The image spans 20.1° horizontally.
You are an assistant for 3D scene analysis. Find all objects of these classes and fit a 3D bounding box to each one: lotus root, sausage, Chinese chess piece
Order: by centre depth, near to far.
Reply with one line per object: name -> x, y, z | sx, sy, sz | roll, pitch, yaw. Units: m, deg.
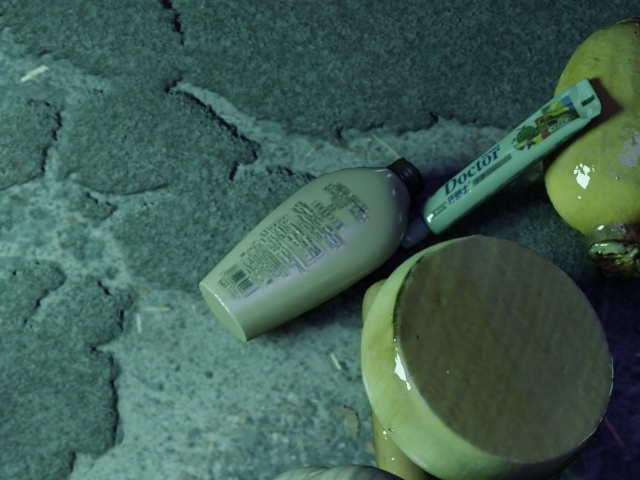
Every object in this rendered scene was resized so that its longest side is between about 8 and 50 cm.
Chinese chess piece -> 0.159, 0.119, 1.741 | 0.251, 0.097, 0.250 | 11, 60, -20
sausage -> 0.080, 0.178, 1.770 | 0.066, 0.066, 0.301 | -3, 63, -2
lotus root -> 0.306, -0.111, 1.866 | 0.131, 0.146, 0.303 | 29, 56, -33

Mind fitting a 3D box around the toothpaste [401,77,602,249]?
toothpaste -> 0.180, -0.073, 1.844 | 0.255, 0.037, 0.067 | -38, 34, 17

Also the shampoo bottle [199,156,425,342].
shampoo bottle -> 0.000, 0.000, 1.846 | 0.257, 0.078, 0.127 | -36, 54, -14

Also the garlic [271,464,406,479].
garlic -> 0.045, 0.347, 1.569 | 0.318, 0.259, 0.317 | 3, 105, 9
